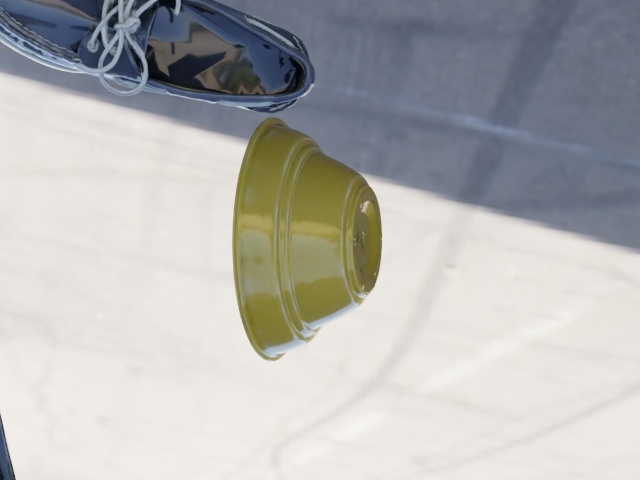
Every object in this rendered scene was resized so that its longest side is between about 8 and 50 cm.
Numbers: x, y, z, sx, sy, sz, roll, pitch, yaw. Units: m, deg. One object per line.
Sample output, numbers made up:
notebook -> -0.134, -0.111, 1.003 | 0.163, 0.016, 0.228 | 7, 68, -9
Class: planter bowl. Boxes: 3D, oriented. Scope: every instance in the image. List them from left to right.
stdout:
planter bowl -> 0.000, 0.000, 1.571 | 0.090, 0.217, 0.217 | 1, 166, 17

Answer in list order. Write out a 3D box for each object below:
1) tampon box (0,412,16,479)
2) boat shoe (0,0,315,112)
tampon box -> -0.202, 0.052, 0.719 | 0.120, 0.101, 0.161 | -15, -159, -18
boat shoe -> -0.127, -0.149, 1.304 | 0.254, 0.095, 0.079 | 20, -178, -14
